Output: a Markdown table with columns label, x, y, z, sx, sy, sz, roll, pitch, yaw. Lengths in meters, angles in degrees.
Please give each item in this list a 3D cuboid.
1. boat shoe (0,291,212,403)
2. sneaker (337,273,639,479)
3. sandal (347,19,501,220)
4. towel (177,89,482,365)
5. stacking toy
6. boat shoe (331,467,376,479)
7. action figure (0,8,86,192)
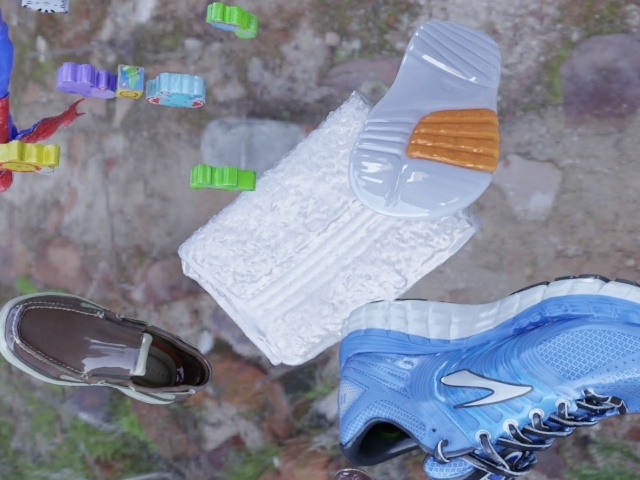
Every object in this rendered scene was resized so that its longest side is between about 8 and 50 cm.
| label | x | y | z | sx | sy | sz | roll | pitch | yaw |
| --- | --- | --- | --- | --- | --- | --- | --- | --- | --- |
| boat shoe | -0.216 | 0.111 | 1.141 | 0.095 | 0.257 | 0.095 | -7 | 70 | 38 |
| sneaker | 0.147 | 0.119 | 0.778 | 0.330 | 0.130 | 0.147 | -12 | 56 | 41 |
| sandal | 0.089 | -0.080 | 0.844 | 0.102 | 0.265 | 0.076 | 18 | 131 | 6 |
| towel | 0.000 | 0.000 | 1.104 | 0.282 | 0.049 | 0.187 | -40 | 98 | 26 |
| stacking toy | -0.162 | -0.132 | 0.945 | 0.052 | 0.221 | 0.167 | 150 | 124 | -70 |
| boat shoe | 0.050 | 0.331 | 1.342 | 0.073 | 0.073 | 0.207 | 5 | 140 | 14 |
| action figure | -0.303 | -0.178 | 1.045 | 0.091 | 0.139 | 0.280 | 17 | 128 | 12 |
